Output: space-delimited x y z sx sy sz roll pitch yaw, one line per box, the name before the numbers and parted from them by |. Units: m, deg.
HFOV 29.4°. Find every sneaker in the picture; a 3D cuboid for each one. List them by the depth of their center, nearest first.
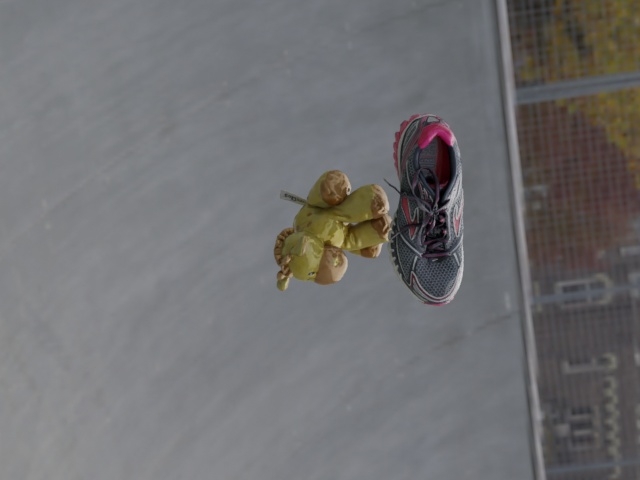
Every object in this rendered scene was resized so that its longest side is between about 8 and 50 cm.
sneaker | 0.164 -0.043 1.880 0.112 0.121 0.299 -134 -143 -77

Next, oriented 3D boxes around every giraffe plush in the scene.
giraffe plush | 0.000 0.000 2.001 0.170 0.210 0.181 -63 151 -41
